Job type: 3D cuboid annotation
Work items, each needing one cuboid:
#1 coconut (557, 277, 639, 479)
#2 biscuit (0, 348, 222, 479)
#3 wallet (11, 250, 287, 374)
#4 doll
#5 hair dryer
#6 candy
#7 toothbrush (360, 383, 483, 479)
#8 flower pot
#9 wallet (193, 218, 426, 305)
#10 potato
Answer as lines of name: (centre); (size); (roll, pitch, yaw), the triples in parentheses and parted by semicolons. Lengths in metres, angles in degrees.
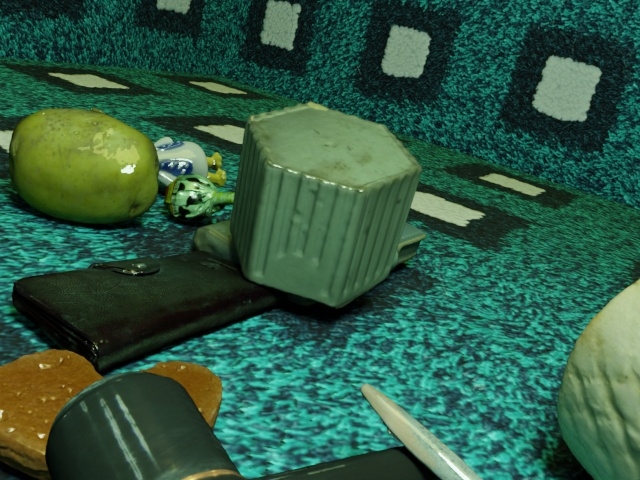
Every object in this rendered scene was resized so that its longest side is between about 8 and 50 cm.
coconut: (0.379, 0.142, 0.591); (0.328, 0.329, 0.329); (12, 18, -4)
biscuit: (-0.190, 0.145, 0.569); (0.192, 0.036, 0.186); (19, 21, 7)
wallet: (-0.194, 0.066, 0.794); (0.172, 0.045, 0.318); (26, 21, 29)
doll: (-0.313, -0.142, 1.203); (0.293, 0.119, 0.138); (1, 56, -37)
hair dryer: (-0.012, 0.186, 0.495); (0.352, 0.107, 0.189); (9, 27, -47)
candy: (-0.123, -0.074, 1.076); (0.305, 0.083, 0.091); (-1, 20, 21)
toothbrush: (0.165, 0.231, 0.485); (0.375, 0.037, 0.028); (37, 11, 30)
flower pot: (-0.001, -0.054, 0.878); (0.239, 0.190, 0.209); (17, 34, 6)
wallet: (0.000, 0.000, 1.063); (0.252, 0.083, 0.360); (23, 26, 31)
potato: (-0.368, -0.116, 1.022); (0.228, 0.197, 0.148); (-1, -21, -8)
